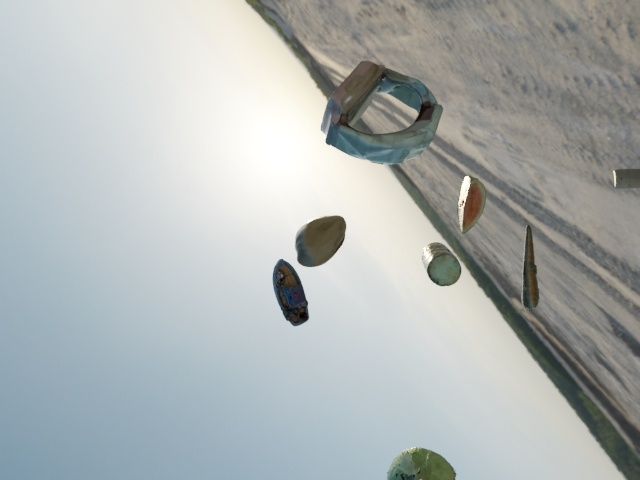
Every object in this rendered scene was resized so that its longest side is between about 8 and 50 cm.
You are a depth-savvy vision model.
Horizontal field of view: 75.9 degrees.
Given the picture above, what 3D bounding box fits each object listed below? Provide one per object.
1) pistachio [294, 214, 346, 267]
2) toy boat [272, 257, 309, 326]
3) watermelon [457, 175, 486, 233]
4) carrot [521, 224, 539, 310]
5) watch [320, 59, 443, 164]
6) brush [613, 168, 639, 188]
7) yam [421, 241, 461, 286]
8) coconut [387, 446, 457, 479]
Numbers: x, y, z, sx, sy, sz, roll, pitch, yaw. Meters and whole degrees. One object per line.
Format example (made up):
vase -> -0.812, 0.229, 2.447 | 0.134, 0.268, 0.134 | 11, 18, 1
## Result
pistachio -> 0.000, 0.000, 1.132 | 0.124, 0.184, 0.124 | 44, 157, 24
toy boat -> -0.097, 0.165, 1.317 | 0.097, 0.100, 0.223 | -11, 98, 62
watermelon -> 0.433, -0.109, 1.164 | 0.087, 0.068, 0.164 | -74, -14, -62
carrot -> 0.617, 0.079, 1.211 | 0.049, 0.049, 0.255 | 11, -101, -69
watch -> 0.156, -0.290, 0.989 | 0.241, 0.253, 0.162 | 37, 162, 3
brush -> 1.017, -0.182, 1.160 | 0.050, 0.320, 0.060 | 36, -125, -75
yam -> 0.383, 0.069, 1.323 | 0.107, 0.107, 0.194 | 48, -166, -6
coconut -> 0.180, 0.479, 0.812 | 0.055, 0.158, 0.133 | 30, 180, -38
